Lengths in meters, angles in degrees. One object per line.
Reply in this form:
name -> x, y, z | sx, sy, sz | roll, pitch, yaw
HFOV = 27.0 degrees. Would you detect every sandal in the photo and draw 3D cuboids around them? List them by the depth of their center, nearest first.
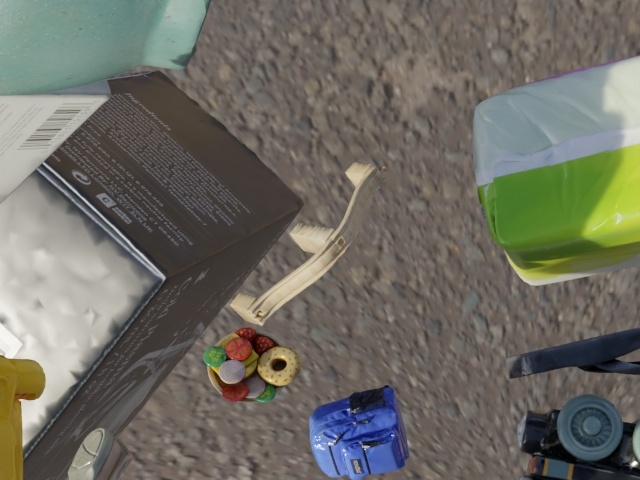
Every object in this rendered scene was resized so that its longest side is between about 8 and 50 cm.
sandal -> 0.335, 0.134, 1.523 | 0.254, 0.097, 0.055 | -11, 82, -10

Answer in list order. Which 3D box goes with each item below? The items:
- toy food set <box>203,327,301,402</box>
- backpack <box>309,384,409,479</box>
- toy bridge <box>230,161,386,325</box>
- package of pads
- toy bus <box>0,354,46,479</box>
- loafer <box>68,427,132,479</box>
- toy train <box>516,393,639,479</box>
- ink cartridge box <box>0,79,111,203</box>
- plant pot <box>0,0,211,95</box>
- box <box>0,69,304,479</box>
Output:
toy food set -> -0.067, 0.118, 1.259 | 0.082, 0.020, 0.083 | -37, 63, -24
backpack -> 0.046, 0.250, 1.695 | 0.120, 0.101, 0.098 | -12, 119, 6
toy bridge -> 0.000, 0.000, 1.187 | 0.188, 0.063, 0.026 | -49, 119, -18
package of pads -> 0.247, -0.055, 0.813 | 0.296, 0.229, 0.101 | -12, 80, 9
toy bus -> -0.236, 0.081, 0.595 | 0.220, 0.149, 0.212 | 3, 86, 31
loafer -> -0.178, 0.203, 1.004 | 0.045, 0.039, 0.125 | -13, 45, 47
toy train -> 0.389, 0.295, 1.558 | 0.333, 0.142, 0.190 | 10, 77, 6
ink cartridge box -> -0.335, -0.070, 1.048 | 0.275, 0.239, 0.060 | -34, 69, 42
plant pot -> -0.141, -0.205, 0.739 | 0.196, 0.293, 0.293 | 16, 80, -10
box -> -0.328, 0.072, 1.614 | 0.297, 0.472, 0.480 | 41, 110, 4
